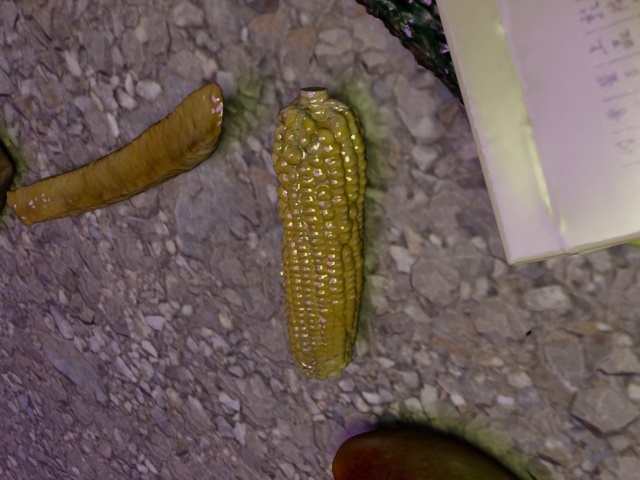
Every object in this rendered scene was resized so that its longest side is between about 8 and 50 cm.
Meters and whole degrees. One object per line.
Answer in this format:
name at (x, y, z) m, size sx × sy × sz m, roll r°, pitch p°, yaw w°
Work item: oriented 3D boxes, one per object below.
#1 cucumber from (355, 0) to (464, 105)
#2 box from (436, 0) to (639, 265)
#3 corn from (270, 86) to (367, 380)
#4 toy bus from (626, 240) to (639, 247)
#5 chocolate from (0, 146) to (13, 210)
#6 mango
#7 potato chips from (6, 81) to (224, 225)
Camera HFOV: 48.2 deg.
cucumber at (0.012, -0.246, 0.500) m, size 0.359 × 0.096 × 0.096 m, roll 46°, pitch 132°, yaw 6°
box at (0.243, -0.126, 0.335) m, size 0.365 × 0.051 × 0.205 m, roll -15°, pitch 93°, yaw 23°
corn at (0.000, 0.000, 0.648) m, size 0.086 × 0.086 × 0.288 m, roll 17°, pitch 124°, yaw 29°
toy bus at (0.245, -0.038, 0.442) m, size 0.175 × 0.088 × 0.101 m, roll 12°, pitch 122°, yaw 30°
chocolate at (-0.486, -0.088, 0.953) m, size 0.148 × 0.093 × 0.214 m, roll 50°, pitch 133°, yaw 2°
mango at (0.129, 0.256, 0.672) m, size 0.267 × 0.111 × 0.133 m, roll 20°, pitch 112°, yaw 21°
potato chips at (-0.208, -0.078, 0.766) m, size 0.407 × 0.080 × 0.057 m, roll -15°, pitch 88°, yaw 42°
